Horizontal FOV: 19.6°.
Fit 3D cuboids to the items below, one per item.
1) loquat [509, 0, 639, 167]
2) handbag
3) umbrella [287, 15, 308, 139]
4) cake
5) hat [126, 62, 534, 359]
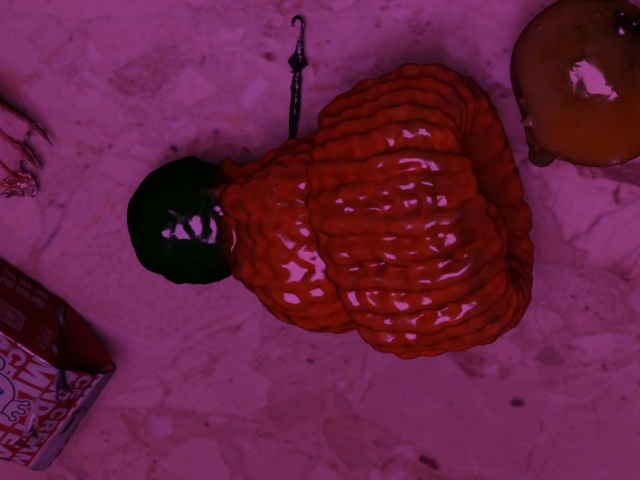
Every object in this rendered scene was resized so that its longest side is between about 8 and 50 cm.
[{"bbox_3d":[0.264,-0.149,1.825,0.172,0.149,0.204,32,121,-7],"label":"loquat"},{"bbox_3d":[-0.375,0.114,1.962,0.298,0.151,0.171,35,110,-14],"label":"handbag"},{"bbox_3d":[-0.024,-0.158,1.910,0.022,0.022,0.148,18,114,44],"label":"umbrella"},{"bbox_3d":[-0.401,-0.138,1.904,0.287,0.135,0.098,37,92,-16],"label":"cake"},{"bbox_3d":[0.000,0.000,1.834,0.400,0.285,0.285,-16,105,12],"label":"hat"}]
